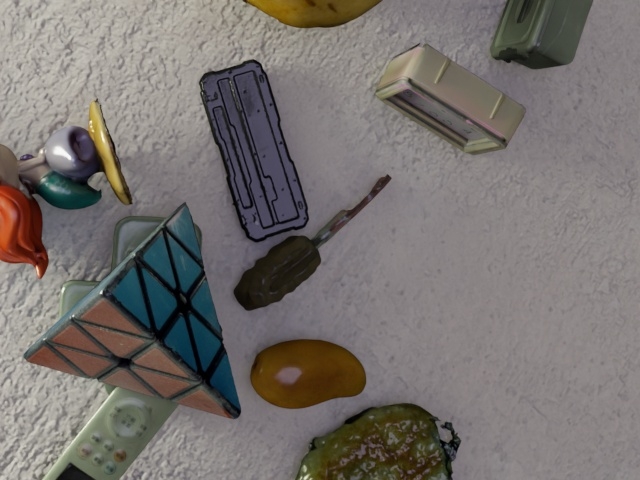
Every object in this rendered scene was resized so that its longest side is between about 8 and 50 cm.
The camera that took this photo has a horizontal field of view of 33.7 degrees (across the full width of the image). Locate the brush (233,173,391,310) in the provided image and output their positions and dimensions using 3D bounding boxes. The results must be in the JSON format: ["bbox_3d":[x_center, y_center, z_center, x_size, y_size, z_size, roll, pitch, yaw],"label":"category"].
[{"bbox_3d":[0.000,0.000,1.576,0.301,0.084,0.071,-41,101,-19],"label":"brush"}]

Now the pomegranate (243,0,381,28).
[{"bbox_3d":[-0.023,-0.457,1.445,0.333,0.332,0.332,0,90,-15],"label":"pomegranate"}]

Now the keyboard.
[{"bbox_3d":[-0.099,-0.132,1.562,0.106,0.016,0.262,-17,90,-5],"label":"keyboard"}]

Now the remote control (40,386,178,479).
[{"bbox_3d":[-0.281,0.263,1.471,0.090,0.038,0.309,40,88,-16],"label":"remote control"}]

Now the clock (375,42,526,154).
[{"bbox_3d":[0.193,-0.209,1.584,0.192,0.147,0.071,30,83,-13],"label":"clock"}]

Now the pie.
[{"bbox_3d":[0.093,0.438,1.598,0.297,0.078,0.371,-7,91,-15],"label":"pie"}]

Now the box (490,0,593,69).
[{"bbox_3d":[0.352,-0.347,1.644,0.093,0.124,0.172,22,86,-24],"label":"box"}]

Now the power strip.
[{"bbox_3d":[-0.274,0.096,1.509,0.194,0.059,0.264,4,90,-15],"label":"power strip"}]

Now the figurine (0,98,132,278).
[{"bbox_3d":[-0.395,-0.069,1.423,0.257,0.181,0.208,-19,124,-7],"label":"figurine"}]

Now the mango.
[{"bbox_3d":[-0.014,0.198,1.565,0.184,0.085,0.102,2,90,-20],"label":"mango"}]

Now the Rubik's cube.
[{"bbox_3d":[-0.236,0.103,1.385,0.228,0.233,0.228,-5,119,-35],"label":"Rubik's cube"}]
